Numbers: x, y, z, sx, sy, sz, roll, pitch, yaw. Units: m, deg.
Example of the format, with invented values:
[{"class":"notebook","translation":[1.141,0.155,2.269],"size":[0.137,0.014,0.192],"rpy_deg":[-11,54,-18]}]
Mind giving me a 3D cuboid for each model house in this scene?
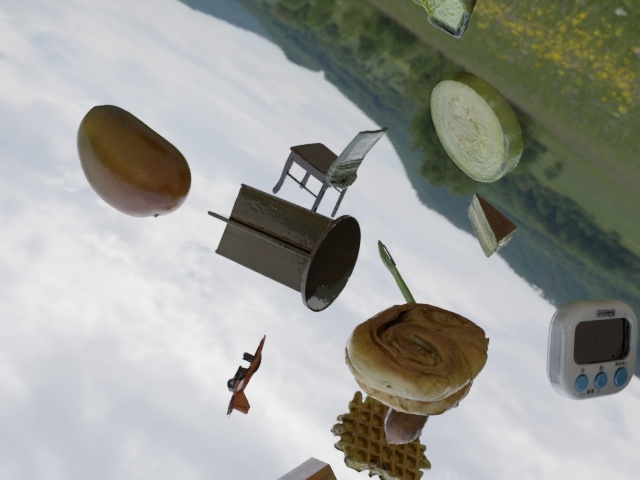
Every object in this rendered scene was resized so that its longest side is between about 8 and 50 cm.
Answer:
[{"class":"model house","translation":[0.295,-0.600,1.531],"size":[0.170,0.194,0.211],"rpy_deg":[6,154,40]}]

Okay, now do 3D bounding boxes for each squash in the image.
[{"class":"squash","translation":[0.333,-0.248,1.447],"size":[0.252,0.049,0.252],"rpy_deg":[52,164,21]}]

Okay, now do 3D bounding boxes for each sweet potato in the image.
[{"class":"sweet potato","translation":[0.226,0.337,1.534],"size":[0.097,0.292,0.097],"rpy_deg":[20,163,6]}]

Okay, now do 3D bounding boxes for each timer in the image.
[{"class":"timer","translation":[0.659,0.262,1.615],"size":[0.262,0.237,0.087],"rpy_deg":[0,-177,-27]}]

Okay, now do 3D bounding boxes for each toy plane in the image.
[{"class":"toy plane","translation":[-0.165,0.289,1.430],"size":[0.062,0.188,0.135],"rpy_deg":[13,164,0]}]

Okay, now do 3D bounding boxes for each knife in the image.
[{"class":"knife","translation":[0.167,0.080,1.443],"size":[0.026,0.022,0.184],"rpy_deg":[-22,-100,-41]}]

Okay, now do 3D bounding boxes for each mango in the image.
[{"class":"mango","translation":[-0.382,-0.148,1.333],"size":[0.254,0.175,0.139],"rpy_deg":[37,158,-12]}]

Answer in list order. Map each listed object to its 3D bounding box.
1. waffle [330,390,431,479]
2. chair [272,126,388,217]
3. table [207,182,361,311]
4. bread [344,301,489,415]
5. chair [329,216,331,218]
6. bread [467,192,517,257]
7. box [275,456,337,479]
[{"class":"waffle","translation":[0.163,0.557,1.808],"size":[0.283,0.065,0.309],"rpy_deg":[-17,-113,-43]},{"class":"chair","translation":[0.023,-0.220,1.830],"size":[0.186,0.319,0.160],"rpy_deg":[42,-148,22]},{"class":"table","translation":[-0.069,0.000,1.116],"size":[0.226,0.167,0.167],"rpy_deg":[23,-169,26]},{"class":"bread","translation":[0.151,0.183,1.062],"size":[0.198,0.120,0.236],"rpy_deg":[22,-154,34]},{"class":"chair","translation":[0.000,0.000,1.805],"size":[0.084,0.101,0.212],"rpy_deg":[51,-171,0]},{"class":"bread","translation":[0.400,-0.039,1.639],"size":[0.084,0.074,0.139],"rpy_deg":[-31,-114,-31]},{"class":"box","translation":[-0.083,0.700,1.843],"size":[0.070,0.237,0.152],"rpy_deg":[62,157,-2]}]
